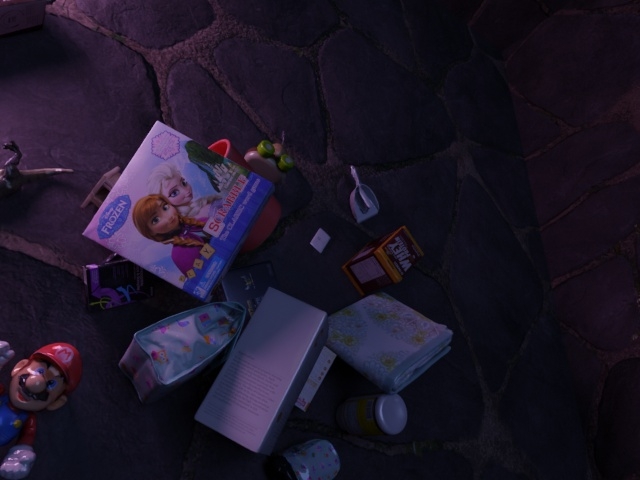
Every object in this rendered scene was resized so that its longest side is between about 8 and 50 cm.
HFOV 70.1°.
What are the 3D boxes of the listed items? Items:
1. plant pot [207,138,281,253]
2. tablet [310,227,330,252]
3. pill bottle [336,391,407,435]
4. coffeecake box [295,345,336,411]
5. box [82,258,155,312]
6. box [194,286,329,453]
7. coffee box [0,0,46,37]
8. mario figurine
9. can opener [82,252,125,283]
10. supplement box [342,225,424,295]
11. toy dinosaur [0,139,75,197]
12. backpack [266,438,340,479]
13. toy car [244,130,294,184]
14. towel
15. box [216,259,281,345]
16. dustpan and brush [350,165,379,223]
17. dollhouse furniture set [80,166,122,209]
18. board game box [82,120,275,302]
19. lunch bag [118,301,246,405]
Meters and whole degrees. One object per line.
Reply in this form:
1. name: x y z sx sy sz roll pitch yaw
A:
1. plant pot: -0.263 -0.105 1.290 0.243 0.275 0.274 42 50 -30
2. tablet: 0.000 0.000 1.604 0.054 0.006 0.083 44 50 -14
3. pill bottle: 0.143 0.514 1.344 0.117 0.215 0.117 16 61 -32
4. coffeecake box: -0.062 0.369 1.311 0.142 0.068 0.185 42 66 -22
5. box: -0.488 0.102 1.116 0.162 0.029 0.115 -13 119 -41
6. box: -0.127 0.327 1.136 0.169 0.215 0.345 23 66 13
7. coffee box: -0.866 -0.592 1.114 0.168 0.119 0.297 53 48 -5
8. mario figurine: -0.605 0.324 0.869 0.320 0.170 0.197 -49 137 -33
9. can opener: -0.512 0.054 1.146 0.186 0.073 0.059 -39 105 -33
10. supplement box: 0.222 0.072 1.619 0.191 0.194 0.129 -39 96 -42
11. toy dinosaur: -0.736 -0.161 1.067 0.268 0.064 0.118 -37 101 -44
12. backpack: -0.038 0.616 1.225 0.182 0.115 0.151 -12 75 -43
13. toy car: -0.167 -0.285 1.513 0.149 0.155 0.188 33 44 -23
14. towel: 0.205 0.307 1.453 0.375 0.321 0.090 -17 124 -44
15. box: -0.195 0.187 1.331 0.184 0.059 0.232 -12 79 -40
16. dustpan and brush: 0.155 -0.187 1.772 0.147 0.060 0.211 -27 89 -42
17. dollhouse furniture set: -0.502 -0.120 1.207 0.129 0.129 0.183 43 26 -15
18. board game box: -0.322 -0.068 1.067 0.318 0.066 0.318 28 80 2
19. lunch bag: -0.316 0.254 1.094 0.262 0.223 0.160 -26 78 -43
